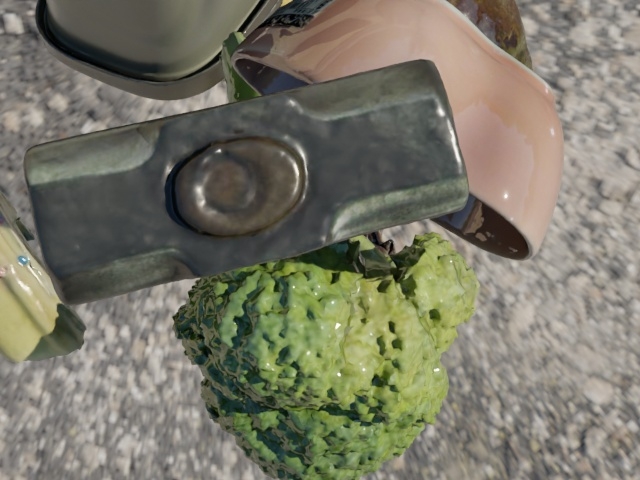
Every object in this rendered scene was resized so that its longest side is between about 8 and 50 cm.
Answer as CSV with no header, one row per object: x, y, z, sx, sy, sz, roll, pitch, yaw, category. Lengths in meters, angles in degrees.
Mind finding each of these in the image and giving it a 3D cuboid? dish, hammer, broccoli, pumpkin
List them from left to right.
-0.034,-0.031,0.556,0.111,0.365,0.044,-14,97,-4,hammer
0.024,0.026,1.049,0.186,0.302,0.254,-10,134,26,broccoli
0.059,-0.082,0.876,0.213,0.213,0.090,35,86,-8,dish
0.181,-0.264,1.961,0.312,0.169,0.148,-10,140,-31,pumpkin

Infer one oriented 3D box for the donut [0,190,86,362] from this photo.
-0.231,0.009,1.044,0.065,0.166,0.108,-35,140,-3,donut

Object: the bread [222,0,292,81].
-0.077,-0.285,1.769,0.134,0.244,0.244,21,98,-29,bread

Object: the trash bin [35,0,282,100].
-0.149,-0.288,1.361,0.219,0.250,0.220,24,63,14,trash bin

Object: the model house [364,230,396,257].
0.011,-0.023,1.634,0.141,0.203,0.164,-6,70,-1,model house
